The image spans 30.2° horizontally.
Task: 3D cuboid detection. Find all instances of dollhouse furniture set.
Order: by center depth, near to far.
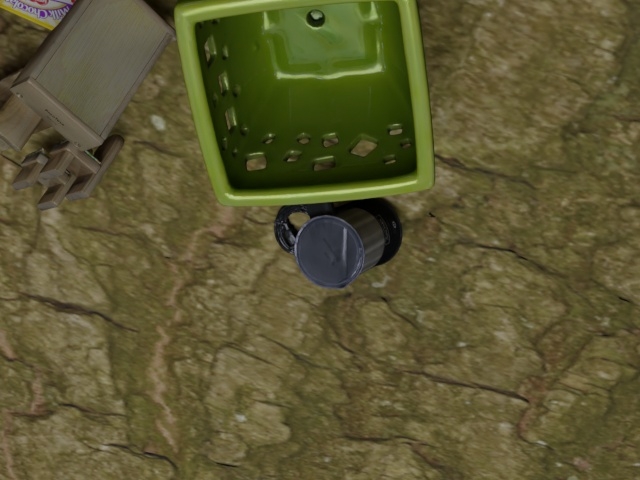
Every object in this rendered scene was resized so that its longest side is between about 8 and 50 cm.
[{"bbox_3d":[-0.289,-0.173,1.277,0.212,0.161,0.242,43,149,-27],"label":"dollhouse furniture set"}]

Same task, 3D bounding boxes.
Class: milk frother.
[{"bbox_3d":[0.000,0.000,1.371,0.143,0.135,0.129,-37,84,24],"label":"milk frother"}]

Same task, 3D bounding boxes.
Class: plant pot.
[{"bbox_3d":[-0.004,-0.187,1.192,0.227,0.207,0.228,-4,126,8],"label":"plant pot"}]

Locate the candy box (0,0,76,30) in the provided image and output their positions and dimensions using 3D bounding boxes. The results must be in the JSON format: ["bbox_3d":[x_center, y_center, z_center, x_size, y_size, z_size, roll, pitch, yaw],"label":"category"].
[{"bbox_3d":[-0.315,-0.289,1.258,0.206,0.027,0.105,23,129,-11],"label":"candy box"}]
